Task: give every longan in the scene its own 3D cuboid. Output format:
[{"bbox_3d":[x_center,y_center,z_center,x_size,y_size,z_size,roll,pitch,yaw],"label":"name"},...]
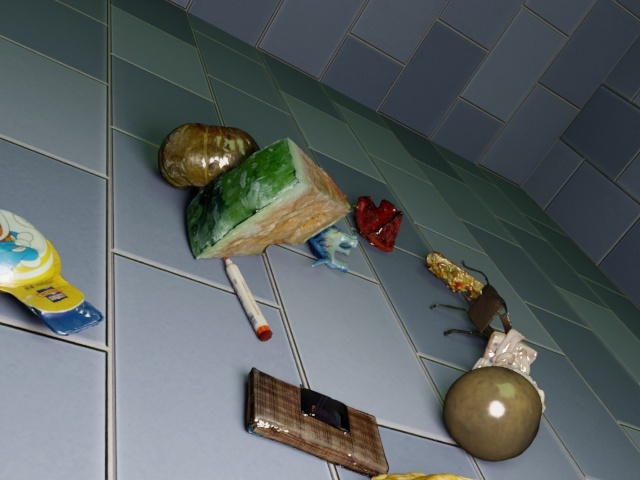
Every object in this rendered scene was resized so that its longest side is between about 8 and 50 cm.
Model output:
[{"bbox_3d":[0.308,0.305,1.262,0.187,0.167,0.167,0,38,-45],"label":"longan"}]

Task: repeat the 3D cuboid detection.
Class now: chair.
[{"bbox_3d":[0.391,0.176,1.703,0.213,0.149,0.174,28,20,-27],"label":"chair"}]

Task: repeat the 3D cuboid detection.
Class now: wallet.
[{"bbox_3d":[-0.005,0.271,1.059,0.230,0.042,0.124,24,26,-19],"label":"wallet"}]

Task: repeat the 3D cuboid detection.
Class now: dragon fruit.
[{"bbox_3d":[0.135,-0.066,1.891,0.092,0.122,0.192,6,34,-24],"label":"dragon fruit"}]

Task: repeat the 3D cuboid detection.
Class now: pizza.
[{"bbox_3d":[0.369,0.107,1.923,0.226,0.069,0.147,35,0,-4],"label":"pizza"}]

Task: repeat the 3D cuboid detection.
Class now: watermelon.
[{"bbox_3d":[-0.117,-0.073,1.390,0.151,0.264,0.302,62,20,17],"label":"watermelon"}]

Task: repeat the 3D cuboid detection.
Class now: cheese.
[{"bbox_3d":[-0.407,0.034,0.952,0.270,0.069,0.177,39,22,12],"label":"cheese"}]

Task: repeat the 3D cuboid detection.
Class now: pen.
[{"bbox_3d":[-0.134,0.097,1.270,0.026,0.026,0.218,16,27,-38],"label":"pen"}]

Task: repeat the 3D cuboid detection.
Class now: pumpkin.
[{"bbox_3d":[-0.229,-0.152,1.471,0.219,0.162,0.219,7,-8,1],"label":"pumpkin"}]

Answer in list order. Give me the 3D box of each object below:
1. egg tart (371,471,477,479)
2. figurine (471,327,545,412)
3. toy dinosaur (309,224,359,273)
[{"bbox_3d":[0.184,0.412,0.913,0.341,0.129,0.341,30,21,-13],"label":"egg tart"},{"bbox_3d":[0.384,0.285,1.448,0.162,0.141,0.237,30,21,4],"label":"figurine"},{"bbox_3d":[0.026,0.005,1.634,0.144,0.076,0.329,20,22,-16],"label":"toy dinosaur"}]
